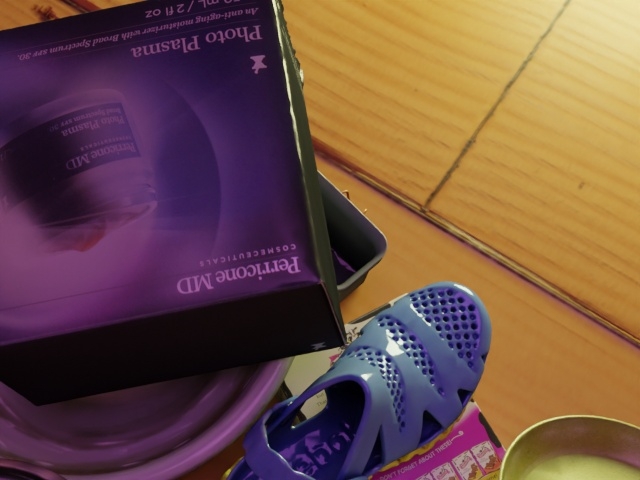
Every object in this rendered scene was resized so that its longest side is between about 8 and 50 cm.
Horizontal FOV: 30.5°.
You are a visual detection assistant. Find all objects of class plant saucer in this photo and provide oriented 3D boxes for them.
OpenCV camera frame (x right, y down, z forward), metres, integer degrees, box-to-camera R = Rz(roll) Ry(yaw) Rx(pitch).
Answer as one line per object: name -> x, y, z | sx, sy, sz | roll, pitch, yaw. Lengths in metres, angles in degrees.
plant saucer -> 0.268, 0.257, 1.041 | 0.241, 0.037, 0.241 | 10, 37, -8
plant saucer -> -0.203, 0.058, 1.141 | 0.400, 0.100, 0.400 | -3, 68, 7

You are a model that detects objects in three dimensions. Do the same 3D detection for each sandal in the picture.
sandal -> 0.038, 0.149, 1.034 | 0.126, 0.138, 0.317 | 39, 69, 17

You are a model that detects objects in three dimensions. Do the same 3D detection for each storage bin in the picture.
storage bin -> 0.000, 0.000, 1.206 | 0.098, 0.091, 0.135 | -40, 73, -20

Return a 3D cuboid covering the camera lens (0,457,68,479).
camera lens -> -0.254, 0.309, 0.940 | 0.219, 0.274, 0.219 | 1, 64, -3

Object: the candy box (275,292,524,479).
candy box -> 0.072, 0.190, 1.130 | 0.159, 0.071, 0.233 | -25, 69, -14

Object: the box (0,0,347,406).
box -> -0.149, -0.040, 1.024 | 0.296, 0.183, 0.294 | -12, 68, 3

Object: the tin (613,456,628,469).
tin -> 0.321, 0.287, 1.095 | 0.106, 0.040, 0.190 | 4, 47, 3
